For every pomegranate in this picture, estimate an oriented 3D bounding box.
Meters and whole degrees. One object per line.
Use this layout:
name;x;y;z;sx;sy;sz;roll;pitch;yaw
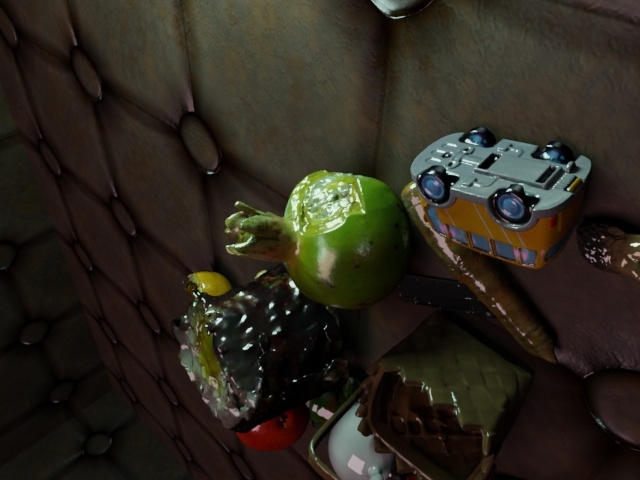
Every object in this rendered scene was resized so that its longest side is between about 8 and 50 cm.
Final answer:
pomegranate;0.000;0.000;0.897;0.236;0.301;0.236;175;90;-65
pomegranate;-0.140;0.436;1.511;0.221;0.220;0.256;63;173;-11

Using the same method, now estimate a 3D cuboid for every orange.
orange;-0.288;0.146;1.528;0.160;0.112;0.170;49;179;0

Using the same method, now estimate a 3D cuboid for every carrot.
carrot;0.237;0.050;0.851;0.342;0.070;0.070;52;146;2

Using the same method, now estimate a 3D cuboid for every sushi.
sushi;-0.115;0.218;1.176;0.300;0.294;0.281;56;142;21

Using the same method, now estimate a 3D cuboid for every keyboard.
keyboard;0.206;0.092;0.968;0.198;0.010;0.064;6;121;48

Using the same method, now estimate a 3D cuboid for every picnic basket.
picnic basket;0.165;0.320;0.943;0.254;0.321;0.291;33;142;24

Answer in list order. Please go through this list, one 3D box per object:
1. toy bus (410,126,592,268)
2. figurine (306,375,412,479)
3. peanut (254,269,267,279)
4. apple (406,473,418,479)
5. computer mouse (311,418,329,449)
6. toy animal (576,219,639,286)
toy bus;0.225;-0.051;0.730;0.209;0.126;0.136;23;142;39
figurine;0.069;0.393;1.217;0.370;0.167;0.282;38;113;56
peanut;-0.128;0.118;1.360;0.053;0.054;0.113;23;137;39
apple;0.175;0.547;1.253;0.147;0.158;0.156;60;149;-4
computer mouse;0.035;0.478;1.448;0.126;0.071;0.231;48;156;34
toy animal;0.390;0.026;0.640;0.219;0.069;0.086;7;114;46
